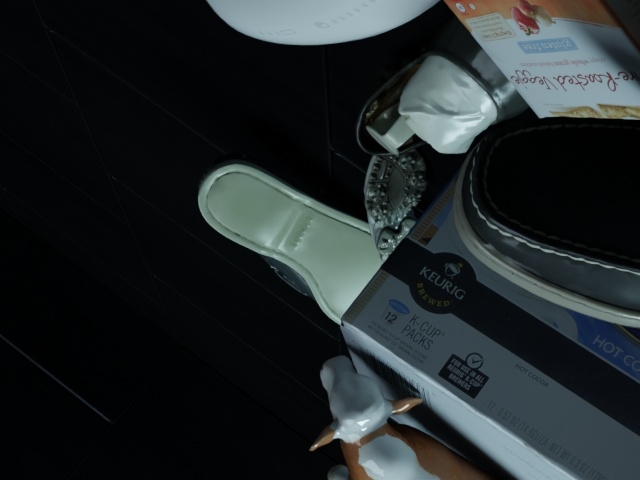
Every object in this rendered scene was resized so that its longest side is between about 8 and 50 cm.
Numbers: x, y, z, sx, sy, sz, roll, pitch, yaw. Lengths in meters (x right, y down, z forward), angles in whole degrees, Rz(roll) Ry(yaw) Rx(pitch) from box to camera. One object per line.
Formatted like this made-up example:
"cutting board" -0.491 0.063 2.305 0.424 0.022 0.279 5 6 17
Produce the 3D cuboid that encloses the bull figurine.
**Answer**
"bull figurine" 0.101 0.228 1.227 0.310 0.101 0.188 41 170 -1

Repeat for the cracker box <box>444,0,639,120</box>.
"cracker box" 0.209 -0.110 0.946 0.232 0.067 0.155 45 163 -23

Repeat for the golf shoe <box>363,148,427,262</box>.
"golf shoe" 0.066 -0.054 1.437 0.176 0.069 0.086 87 161 -50

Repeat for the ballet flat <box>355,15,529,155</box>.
"ballet flat" 0.101 -0.113 1.132 0.095 0.096 0.280 42 164 -8

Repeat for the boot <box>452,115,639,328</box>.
"boot" 0.268 -0.045 0.727 0.377 0.138 0.284 14 158 6

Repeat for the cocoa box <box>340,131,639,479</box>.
"cocoa box" 0.229 0.115 1.225 0.347 0.228 0.231 33 165 21

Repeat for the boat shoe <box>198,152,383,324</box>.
"boat shoe" -0.003 0.003 1.668 0.340 0.127 0.113 29 -166 -18

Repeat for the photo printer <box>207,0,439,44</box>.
"photo printer" -0.030 -0.264 0.834 0.256 0.107 0.307 -8 117 57
